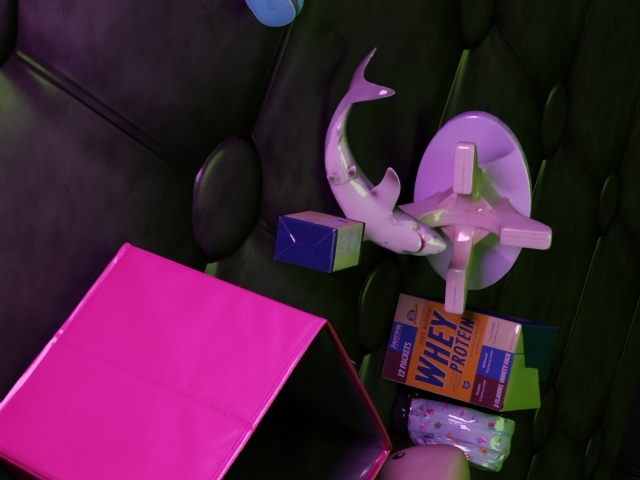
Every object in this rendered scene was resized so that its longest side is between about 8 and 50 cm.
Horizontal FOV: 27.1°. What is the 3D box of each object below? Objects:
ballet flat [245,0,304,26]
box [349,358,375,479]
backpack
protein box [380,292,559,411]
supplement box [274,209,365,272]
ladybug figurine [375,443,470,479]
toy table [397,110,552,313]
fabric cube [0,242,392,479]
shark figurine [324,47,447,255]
[{"bbox_3d":[-0.080,-0.331,1.399,0.247,0.083,0.087,59,26,-54],"label":"ballet flat"},{"bbox_3d":[-0.005,0.209,1.694,0.220,0.051,0.175,43,32,-54],"label":"box"},{"bbox_3d":[0.220,0.299,2.121,0.152,0.182,0.115,15,88,-64],"label":"backpack"},{"bbox_3d":[0.236,0.173,2.072,0.200,0.201,0.136,11,93,-63],"label":"protein box"},{"bbox_3d":[0.000,0.000,1.675,0.083,0.083,0.056,-13,114,-59],"label":"supplement box"},{"bbox_3d":[0.097,0.510,1.973,0.305,0.162,0.449,66,41,-71],"label":"ladybug figurine"},{"bbox_3d":[0.213,-0.034,1.920,0.161,0.252,0.274,-55,137,-64],"label":"toy table"},{"bbox_3d":[-0.125,0.202,1.311,0.259,0.258,0.254,-56,146,-23],"label":"fabric cube"},{"bbox_3d":[0.050,-0.098,1.748,0.116,0.166,0.278,-77,150,-66],"label":"shark figurine"}]
